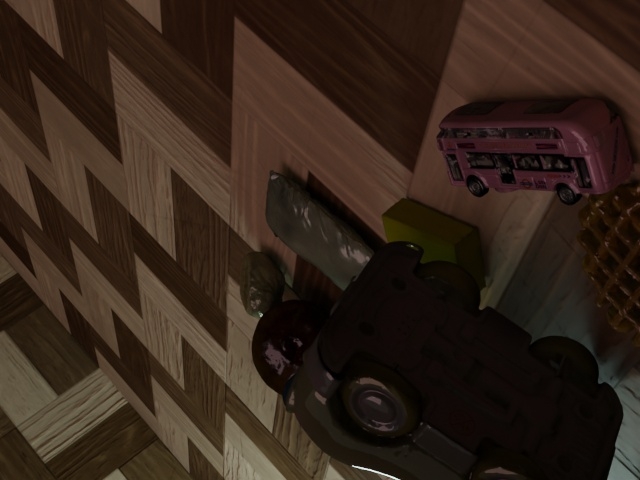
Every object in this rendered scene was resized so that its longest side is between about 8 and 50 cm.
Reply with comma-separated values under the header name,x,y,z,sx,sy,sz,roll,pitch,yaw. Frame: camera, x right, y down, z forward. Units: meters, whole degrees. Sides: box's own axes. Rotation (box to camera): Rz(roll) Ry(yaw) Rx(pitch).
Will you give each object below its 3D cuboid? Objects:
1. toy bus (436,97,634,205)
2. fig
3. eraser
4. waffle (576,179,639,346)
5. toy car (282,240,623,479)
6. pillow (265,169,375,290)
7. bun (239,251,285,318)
name,x,y,z,sx,sy,sz,roll,pitch,yaw
toy bus,0.199,-0.088,0.905,0.203,0.063,0.090,8,126,54
fig,-0.039,0.194,1.592,0.170,0.145,0.274,47,167,6
eraser,0.139,0.012,1.150,0.122,0.045,0.097,24,142,44
waffle,0.311,0.031,0.872,0.191,0.038,0.191,43,149,33
toy car,0.140,0.197,1.063,0.336,0.242,0.226,32,133,6
pillow,0.000,0.000,1.363,0.229,0.051,0.128,40,150,26
bun,-0.096,0.075,1.599,0.115,0.069,0.115,180,90,-73
